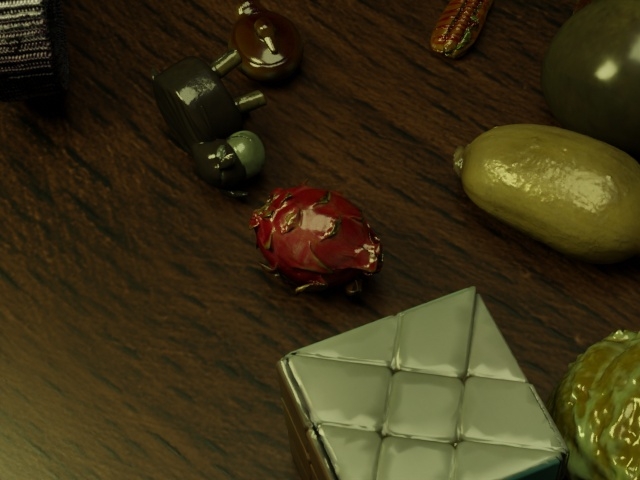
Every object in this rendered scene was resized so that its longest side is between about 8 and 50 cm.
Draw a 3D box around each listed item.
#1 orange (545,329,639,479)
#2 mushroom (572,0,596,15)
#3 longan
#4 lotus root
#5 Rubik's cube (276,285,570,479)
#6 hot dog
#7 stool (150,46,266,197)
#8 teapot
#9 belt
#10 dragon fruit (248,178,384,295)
[{"bbox_3d":[0.390,0.205,1.480,0.271,0.210,0.369,-5,34,-36],"label":"orange"},{"bbox_3d":[0.434,-0.359,1.985,0.227,0.148,0.217,-4,40,-5],"label":"mushroom"},{"bbox_3d":[0.405,-0.204,1.824,0.246,0.215,0.246,20,18,-7],"label":"longan"},{"bbox_3d":[0.297,-0.060,1.772,0.303,0.131,0.146,25,62,19],"label":"lotus root"},{"bbox_3d":[0.101,0.223,1.537,0.231,0.224,0.221,-20,57,-10],"label":"Rubik's cube"},{"bbox_3d":[0.196,-0.305,2.002,0.062,0.038,0.144,21,60,18],"label":"hot dog"},{"bbox_3d":[-0.130,-0.155,1.877,0.121,0.125,0.217,-29,68,-17],"label":"stool"},{"bbox_3d":[-0.076,-0.270,1.973,0.098,0.078,0.129,-18,56,-8],"label":"teapot"},{"bbox_3d":[-0.398,-0.325,1.921,0.122,0.260,0.324,-8,46,-3],"label":"belt"},{"bbox_3d":[0.000,0.000,1.762,0.166,0.133,0.136,17,101,16],"label":"dragon fruit"}]
